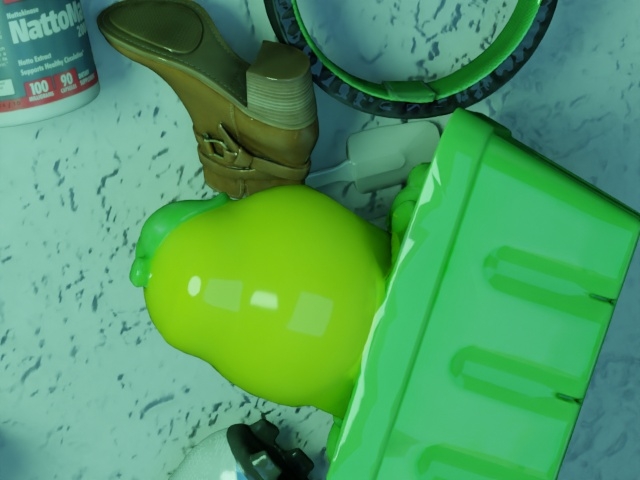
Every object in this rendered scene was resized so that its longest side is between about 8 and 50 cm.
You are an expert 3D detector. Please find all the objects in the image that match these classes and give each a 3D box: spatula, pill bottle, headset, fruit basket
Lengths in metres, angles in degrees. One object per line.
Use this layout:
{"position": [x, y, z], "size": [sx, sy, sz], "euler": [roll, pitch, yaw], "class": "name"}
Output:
{"position": [0.000, 0.000, 1.525], "size": [0.242, 0.019, 0.168], "euler": [-14, 112, -6], "class": "spatula"}
{"position": [-0.241, -0.187, 1.366], "size": [0.108, 0.108, 0.180], "euler": [-15, 109, -8], "class": "pill bottle"}
{"position": [0.081, -0.286, 1.369], "size": [0.243, 0.185, 0.394], "euler": [-2, 105, -12], "class": "headset"}
{"position": [0.041, 0.062, 1.410], "size": [0.392, 0.283, 0.392], "euler": [1, 93, 11], "class": "fruit basket"}

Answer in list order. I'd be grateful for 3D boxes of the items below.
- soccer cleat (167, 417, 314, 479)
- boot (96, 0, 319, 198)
{"position": [-0.010, 0.297, 1.567], "size": [0.143, 0.116, 0.331], "euler": [-38, 108, 16], "class": "soccer cleat"}
{"position": [-0.094, -0.108, 1.439], "size": [0.197, 0.073, 0.152], "euler": [24, 141, 19], "class": "boot"}
